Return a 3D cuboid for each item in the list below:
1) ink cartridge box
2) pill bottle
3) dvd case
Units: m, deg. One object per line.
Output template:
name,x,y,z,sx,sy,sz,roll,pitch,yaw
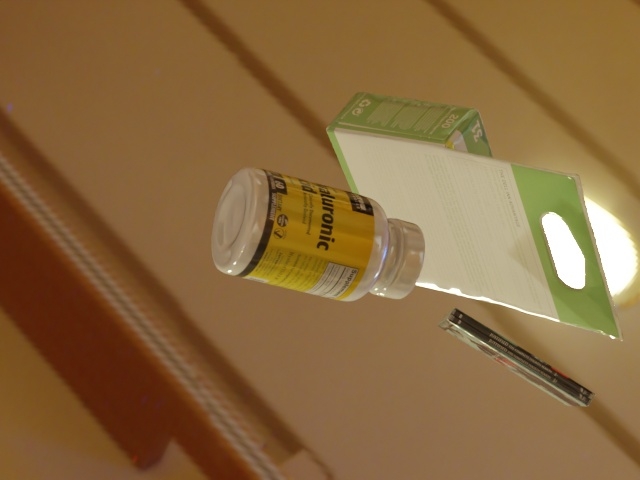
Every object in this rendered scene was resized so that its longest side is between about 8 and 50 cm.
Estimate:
ink cartridge box,0.130,-0.022,1.196,0.235,0.171,0.056,12,-131,38
pill bottle,0.000,0.000,0.900,0.116,0.065,0.065,14,-135,-24
dvd case,0.143,0.088,1.136,0.119,0.087,0.013,33,-95,2
